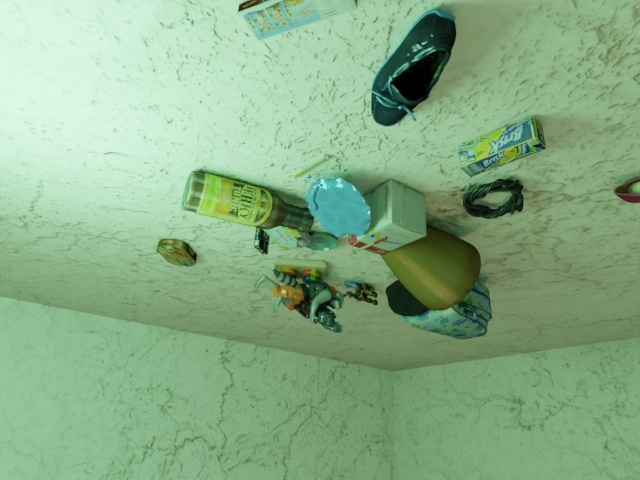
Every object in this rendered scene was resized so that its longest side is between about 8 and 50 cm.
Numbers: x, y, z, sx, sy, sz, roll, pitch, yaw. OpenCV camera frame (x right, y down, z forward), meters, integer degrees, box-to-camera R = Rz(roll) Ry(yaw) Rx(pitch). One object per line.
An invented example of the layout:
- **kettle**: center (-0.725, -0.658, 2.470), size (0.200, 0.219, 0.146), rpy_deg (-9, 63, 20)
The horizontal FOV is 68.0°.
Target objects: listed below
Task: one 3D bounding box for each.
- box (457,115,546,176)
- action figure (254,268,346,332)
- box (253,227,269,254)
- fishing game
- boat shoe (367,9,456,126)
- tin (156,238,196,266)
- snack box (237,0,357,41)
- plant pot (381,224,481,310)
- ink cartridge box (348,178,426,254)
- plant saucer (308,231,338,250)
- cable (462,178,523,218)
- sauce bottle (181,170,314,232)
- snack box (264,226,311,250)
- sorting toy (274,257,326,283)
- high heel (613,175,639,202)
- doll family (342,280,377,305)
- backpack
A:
- **box**: center (0.383, -0.198, 1.013), size (0.169, 0.059, 0.054), rpy_deg (-19, 149, 40)
- **action figure**: center (-0.037, 0.216, 1.767), size (0.331, 0.178, 0.341), rpy_deg (10, -175, -33)
- **box**: center (-0.181, -0.006, 1.474), size (0.018, 0.083, 0.067), rpy_deg (-5, 154, 18)
- **fishing game**: center (0.049, -0.084, 1.202), size (0.264, 0.041, 0.189), rpy_deg (50, 140, -10)
- **boat shoe**: center (0.146, -0.277, 0.831), size (0.109, 0.088, 0.258), rpy_deg (6, 156, -7)
- **tin**: center (-0.507, 0.044, 1.683), size (0.106, 0.040, 0.189), rpy_deg (-3, 155, 4)
- **snack box**: center (-0.036, -0.364, 0.739), size (0.178, 0.022, 0.064), rpy_deg (-8, 154, 22)
- **plant pot**: center (0.296, 0.048, 1.409), size (0.254, 0.237, 0.237), rpy_deg (32, 145, -23)
- **ink cartridge box**: center (0.176, -0.057, 1.265), size (0.128, 0.128, 0.176), rpy_deg (18, 152, -30)
- **plant saucer**: center (0.000, 0.000, 1.541), size (0.120, 0.021, 0.119), rpy_deg (3, 155, 1)
- **cable**: center (0.445, -0.111, 1.229), size (0.151, 0.047, 0.184), rpy_deg (-2, 158, 24)
- **sauce bottle**: center (-0.184, -0.093, 1.258), size (0.345, 0.111, 0.111), rpy_deg (12, 154, -22)
- **snack box**: center (-0.104, -0.025, 1.456), size (0.100, 0.037, 0.141), rpy_deg (-9, 143, 26)
- **sorting toy**: center (-0.078, 0.126, 1.808), size (0.193, 0.038, 0.208), rpy_deg (4, 155, -2)
- **high heel**: center (0.797, -0.143, 1.063), size (0.117, 0.082, 0.244), rpy_deg (1, 170, -20)
- **doll family**: center (0.172, 0.211, 1.921), size (0.111, 0.075, 0.193), rpy_deg (8, 169, 42)
- **backpack**: center (0.477, 0.235, 1.778), size (0.356, 0.273, 0.290), rpy_deg (7, 152, -39)
